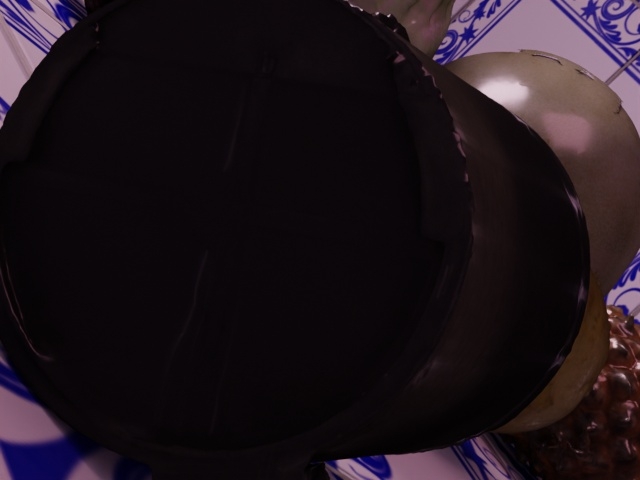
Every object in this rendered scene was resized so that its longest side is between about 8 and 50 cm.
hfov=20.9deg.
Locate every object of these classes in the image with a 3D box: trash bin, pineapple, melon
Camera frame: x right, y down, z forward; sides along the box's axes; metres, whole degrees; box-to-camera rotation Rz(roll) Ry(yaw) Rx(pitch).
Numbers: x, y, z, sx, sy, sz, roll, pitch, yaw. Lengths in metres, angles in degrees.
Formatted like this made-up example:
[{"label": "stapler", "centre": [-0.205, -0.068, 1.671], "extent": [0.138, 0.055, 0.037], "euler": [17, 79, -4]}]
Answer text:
[{"label": "trash bin", "centre": [0.000, 0.000, 0.785], "extent": [0.301, 0.203, 0.252], "euler": [13, 70, -73]}, {"label": "pineapple", "centre": [0.234, 0.150, 1.397], "extent": [0.193, 0.166, 0.166], "euler": [47, 8, 5]}, {"label": "melon", "centre": [0.171, -0.047, 1.602], "extent": [0.268, 0.268, 0.330], "euler": [48, 11, 10]}]

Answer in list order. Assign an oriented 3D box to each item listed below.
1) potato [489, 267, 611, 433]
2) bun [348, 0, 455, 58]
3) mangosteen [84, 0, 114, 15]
[{"label": "potato", "centre": [0.078, 0.012, 1.214], "extent": [0.307, 0.173, 0.210], "euler": [46, 6, -16]}, {"label": "bun", "centre": [0.008, -0.189, 1.548], "extent": [0.293, 0.293, 0.187], "euler": [23, 46, -70]}, {"label": "mangosteen", "centre": [-0.125, -0.182, 1.366], "extent": [0.140, 0.140, 0.140], "euler": [45, 8, -9]}]
